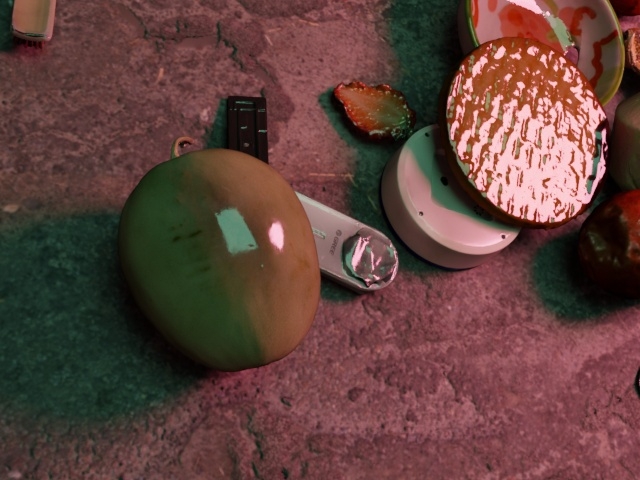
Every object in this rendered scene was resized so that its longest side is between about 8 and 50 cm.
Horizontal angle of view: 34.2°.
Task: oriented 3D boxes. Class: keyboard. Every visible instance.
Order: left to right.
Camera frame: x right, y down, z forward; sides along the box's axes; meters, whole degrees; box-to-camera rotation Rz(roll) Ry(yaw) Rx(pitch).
[{"bbox_3d":[-0.108,-0.138,1.551,0.061,0.013,0.204,1,54,-7],"label":"keyboard"}]

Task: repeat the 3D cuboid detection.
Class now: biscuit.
[{"bbox_3d":[0.325,-0.171,1.647,0.318,0.040,0.318,6,75,-23],"label":"biscuit"}]

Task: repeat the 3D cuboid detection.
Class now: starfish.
[{"bbox_3d":[0.606,-0.318,1.894,0.216,0.071,0.238,26,31,-25],"label":"starfish"}]

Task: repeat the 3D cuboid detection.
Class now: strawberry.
[{"bbox_3d":[0.088,-0.205,1.675,0.152,0.048,0.104,32,65,12],"label":"strawberry"}]

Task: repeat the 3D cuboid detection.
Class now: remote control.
[{"bbox_3d":[0.000,0.000,1.541,0.247,0.052,0.104,26,61,-10],"label":"remote control"}]

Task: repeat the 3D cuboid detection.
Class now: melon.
[{"bbox_3d":[-0.129,0.020,1.366,0.308,0.272,0.272,45,59,-6],"label":"melon"}]

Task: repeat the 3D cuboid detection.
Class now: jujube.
[{"bbox_3d":[0.540,0.011,1.686,0.255,0.190,0.190,11,64,-29],"label":"jujube"}]

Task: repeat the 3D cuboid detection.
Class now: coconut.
[{"bbox_3d":[0.595,-0.167,1.751,0.204,0.236,0.236,-26,79,-41],"label":"coconut"}]

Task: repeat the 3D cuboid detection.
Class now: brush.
[{"bbox_3d":[-0.422,-0.415,1.561,0.060,0.050,0.321,7,57,-17],"label":"brush"}]

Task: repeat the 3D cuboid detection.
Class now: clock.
[{"bbox_3d":[0.212,-0.072,1.646,0.230,0.083,0.230,10,62,-20],"label":"clock"}]

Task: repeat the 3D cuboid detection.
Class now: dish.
[{"bbox_3d":[0.360,-0.341,1.804,0.324,0.124,0.324,7,72,-23],"label":"dish"}]

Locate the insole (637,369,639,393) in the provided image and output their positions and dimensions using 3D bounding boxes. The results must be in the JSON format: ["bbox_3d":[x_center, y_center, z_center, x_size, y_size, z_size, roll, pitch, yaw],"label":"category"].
[{"bbox_3d":[0.615,0.161,1.746,0.110,0.012,0.309,41,59,-2],"label":"insole"}]

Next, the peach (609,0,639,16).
[{"bbox_3d":[0.538,-0.537,1.937,0.154,0.159,0.267,-37,95,-31],"label":"peach"}]
